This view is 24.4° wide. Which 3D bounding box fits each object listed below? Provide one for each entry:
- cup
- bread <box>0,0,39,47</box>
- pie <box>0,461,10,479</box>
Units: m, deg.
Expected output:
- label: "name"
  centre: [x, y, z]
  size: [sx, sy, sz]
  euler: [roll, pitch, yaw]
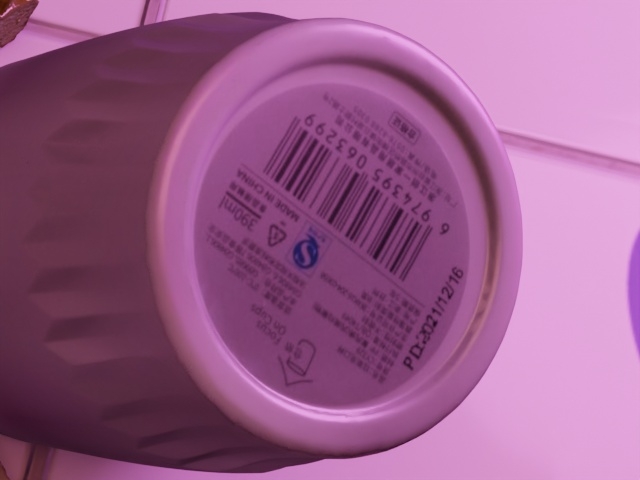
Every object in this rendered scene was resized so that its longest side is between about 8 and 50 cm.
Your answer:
- label: "cup"
  centre: [-0.080, 0.002, 0.822]
  size: [0.253, 0.371, 0.253]
  euler: [1, 88, -29]
- label: "bread"
  centre: [-0.263, -0.183, 1.059]
  size: [0.110, 0.060, 0.066]
  euler: [41, 93, 7]
- label: "pie"
  centre: [-0.317, 0.202, 0.867]
  size: [0.337, 0.075, 0.338]
  euler: [5, 65, -10]
